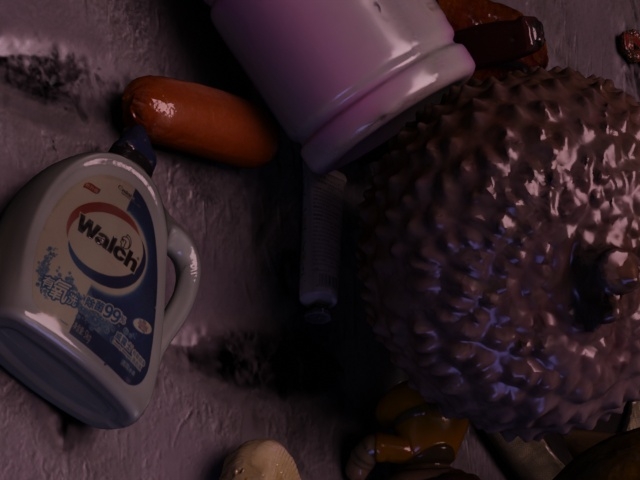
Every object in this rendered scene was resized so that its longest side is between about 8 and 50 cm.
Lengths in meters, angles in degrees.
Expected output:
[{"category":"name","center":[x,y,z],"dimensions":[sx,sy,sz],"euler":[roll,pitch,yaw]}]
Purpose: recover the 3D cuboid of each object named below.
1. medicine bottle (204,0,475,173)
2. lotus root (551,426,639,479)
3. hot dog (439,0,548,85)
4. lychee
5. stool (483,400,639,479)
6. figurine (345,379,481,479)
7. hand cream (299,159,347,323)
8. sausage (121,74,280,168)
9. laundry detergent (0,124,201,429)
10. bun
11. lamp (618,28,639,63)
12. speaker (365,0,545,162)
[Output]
[{"category":"medicine bottle","center":[-0.008,-0.255,1.838],"dimensions":[0.212,0.212,0.325],"euler":[-31,85,-48]},{"category":"lotus root","center":[0.339,0.340,1.893],"dimensions":[0.250,0.346,0.250],"euler":[22,38,-18]},{"category":"hot dog","center":[0.180,-0.241,2.159],"dimensions":[0.227,0.099,0.160],"euler":[19,63,-40]},{"category":"lychee","center":[0.207,0.008,1.780],"dimensions":[0.380,0.432,0.380],"euler":[-4,102,-20]},{"category":"stool","center":[0.354,0.151,2.108],"dimensions":[0.310,0.226,0.310],"euler":[54,46,-18]},{"category":"figurine","center":[0.124,0.275,1.863],"dimensions":[0.192,0.167,0.257],"euler":[1,72,-33]},{"category":"hand cream","center":[0.000,0.000,1.928],"dimensions":[0.067,0.042,0.194],"euler":[22,55,-31]},{"category":"sausage","center":[-0.125,-0.124,1.810],"dimensions":[0.197,0.076,0.076],"euler":[12,67,-43]},{"category":"laundry detergent","center":[-0.203,0.017,1.655],"dimensions":[0.215,0.105,0.280],"euler":[43,47,-27]},{"category":"bun","center":[-0.063,0.256,1.741],"dimensions":[0.115,0.069,0.115],"euler":[-14,90,-69]},{"category":"lamp","center":[0.462,-0.281,2.527],"dimensions":[0.083,0.031,0.063],"euler":[15,64,-38]},{"category":"speaker","center":[0.127,-0.269,1.984],"dimensions":[0.198,0.259,0.329],"euler":[-6,84,-73]}]
